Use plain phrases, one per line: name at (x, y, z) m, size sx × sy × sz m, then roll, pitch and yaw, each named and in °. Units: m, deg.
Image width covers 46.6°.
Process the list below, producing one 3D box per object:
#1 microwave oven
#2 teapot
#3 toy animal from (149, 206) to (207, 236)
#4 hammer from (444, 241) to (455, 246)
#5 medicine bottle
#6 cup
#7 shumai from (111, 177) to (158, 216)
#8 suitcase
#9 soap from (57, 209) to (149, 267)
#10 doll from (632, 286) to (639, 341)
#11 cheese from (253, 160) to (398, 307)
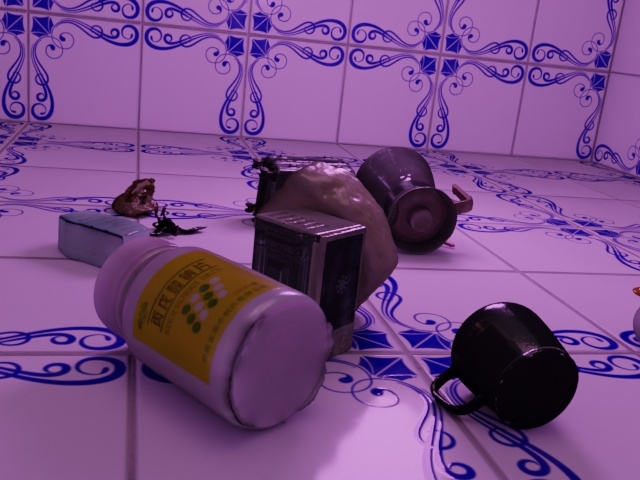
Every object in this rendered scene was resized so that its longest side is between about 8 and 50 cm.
microwave oven at (-0.036, 0.076, 1.359) m, size 0.194 × 0.240 × 0.145 m, roll 18°, pitch 20°, yaw 34°
teapot at (0.268, -0.117, 2.157) m, size 0.300 × 0.253 × 0.344 m, roll -10°, pitch 25°, yaw -7°
toy animal at (-0.408, -0.039, 1.975) m, size 0.220 × 0.062 × 0.108 m, roll -8°, pitch 40°, yaw -44°
hammer at (0.353, 0.002, 2.154) m, size 0.083 × 0.031 × 0.052 m, roll 21°, pitch 24°, yaw 25°
medicine bottle at (-0.180, 0.130, 1.172) m, size 0.379 × 0.213 × 0.213 m, roll 20°, pitch 21°, yaw 41°
cup at (0.291, 0.216, 1.201) m, size 0.223 × 0.169 × 0.176 m, roll -31°, pitch 31°, yaw -3°
shumai at (-0.539, -0.121, 2.145) m, size 0.139 × 0.105 × 0.123 m, roll -14°, pitch 2°, yaw 45°
suitcase at (-0.056, -0.145, 2.202) m, size 0.312 × 0.202 × 0.128 m, roll -1°, pitch 28°, yaw -26°
soap at (-0.499, -0.003, 1.736) m, size 0.230 × 0.091 × 0.145 m, roll 12°, pitch 17°, yaw 22°
doll at (0.762, 0.133, 1.531) m, size 0.251 × 0.221 × 0.221 m, roll 6°, pitch 16°, yaw 0°
cheese at (0.000, 0.000, 1.510) m, size 0.318 × 0.326 × 0.115 m, roll 5°, pitch 26°, yaw 34°
